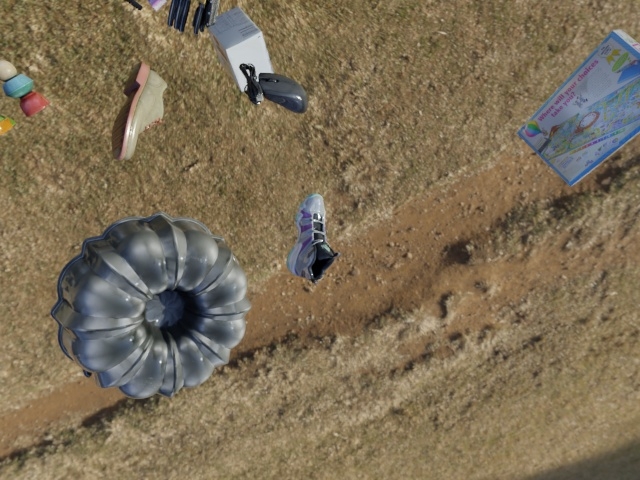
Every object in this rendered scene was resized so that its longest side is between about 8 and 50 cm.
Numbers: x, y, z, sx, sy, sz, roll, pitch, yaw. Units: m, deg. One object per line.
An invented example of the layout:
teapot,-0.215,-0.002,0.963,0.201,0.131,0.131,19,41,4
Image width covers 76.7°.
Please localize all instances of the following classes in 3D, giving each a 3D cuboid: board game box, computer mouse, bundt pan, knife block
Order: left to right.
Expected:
bundt pan,-0.262,0.119,0.691,0.331,0.124,0.330,-6,101,-34
knife block,-0.368,-0.748,1.147,0.242,0.088,0.275,-16,122,12
computer mouse,-0.139,-0.524,1.404,0.272,0.188,0.072,6,145,-42
board game box,0.334,-0.155,0.495,0.026,0.103,0.154,-24,160,-32

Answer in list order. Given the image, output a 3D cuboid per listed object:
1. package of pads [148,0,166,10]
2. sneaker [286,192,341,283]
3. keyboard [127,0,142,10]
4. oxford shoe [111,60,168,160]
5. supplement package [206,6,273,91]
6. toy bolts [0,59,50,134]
package of pads,-0.548,-0.802,1.324,0.050,0.032,0.083,-36,87,7
sneaker,0.000,0.000,0.449,0.038,0.069,0.098,3,103,-38
keyboard,-0.712,-0.852,1.388,0.192,0.100,0.038,28,96,-33
oxford shoe,-0.568,-0.400,1.297,0.123,0.348,0.130,-7,157,41
supplement package,-0.304,-0.722,1.533,0.149,0.203,0.194,-30,151,-8
toy bolts,-0.941,-0.407,1.168,0.228,0.218,0.158,-37,125,-10
